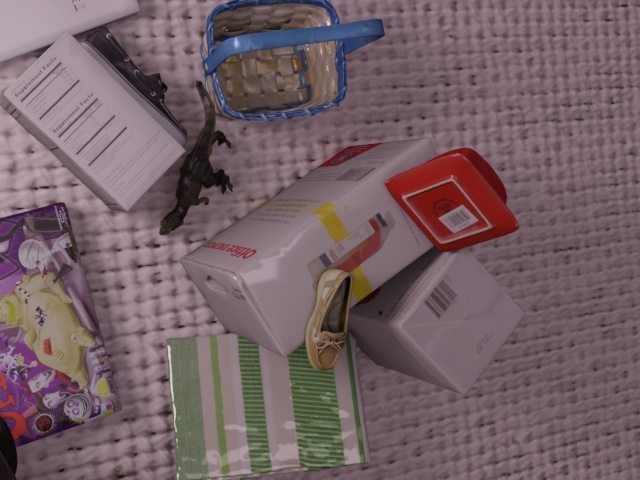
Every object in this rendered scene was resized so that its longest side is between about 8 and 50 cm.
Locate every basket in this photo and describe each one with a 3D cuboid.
[{"bbox_3d":[-0.068,-0.291,1.428,0.255,0.289,0.201,-11,96,-25],"label":"basket"}]

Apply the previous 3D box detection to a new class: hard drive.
[{"bbox_3d":[-0.457,-0.394,1.380,0.307,0.040,0.203,-27,103,-22],"label":"hard drive"}]

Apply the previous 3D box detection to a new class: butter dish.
[{"bbox_3d":[0.209,-0.080,1.355,0.160,0.160,0.118,48,49,-19],"label":"butter dish"}]

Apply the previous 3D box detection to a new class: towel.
[{"bbox_3d":[-0.087,0.274,1.518,0.325,0.038,0.248,-4,75,-12],"label":"towel"}]

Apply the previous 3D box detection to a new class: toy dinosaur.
[{"bbox_3d":[-0.190,-0.127,1.478,0.118,0.064,0.268,-15,125,-60],"label":"toy dinosaur"}]

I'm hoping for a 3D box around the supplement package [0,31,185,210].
[{"bbox_3d":[-0.351,-0.176,1.383,0.244,0.139,0.134,46,75,-19],"label":"supplement package"}]

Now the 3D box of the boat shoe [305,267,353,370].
[{"bbox_3d":[0.017,0.118,1.314,0.056,0.048,0.153,12,92,-28],"label":"boat shoe"}]

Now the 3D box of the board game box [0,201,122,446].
[{"bbox_3d":[-0.452,0.132,1.400,0.208,0.056,0.347,-17,99,-19],"label":"board game box"}]

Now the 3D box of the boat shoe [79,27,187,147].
[{"bbox_3d":[-0.287,-0.245,1.450,0.228,0.080,0.076,44,76,-12],"label":"boat shoe"}]

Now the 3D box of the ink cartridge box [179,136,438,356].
[{"bbox_3d":[0.000,0.000,1.479,0.384,0.279,0.160,-35,107,-20],"label":"ink cartridge box"}]

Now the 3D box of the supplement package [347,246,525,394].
[{"bbox_3d":[0.164,0.119,1.550,0.175,0.293,0.177,45,73,-20],"label":"supplement package"}]

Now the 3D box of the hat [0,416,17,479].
[{"bbox_3d":[-0.532,0.300,1.300,0.331,0.331,0.134,62,30,-14],"label":"hat"}]
